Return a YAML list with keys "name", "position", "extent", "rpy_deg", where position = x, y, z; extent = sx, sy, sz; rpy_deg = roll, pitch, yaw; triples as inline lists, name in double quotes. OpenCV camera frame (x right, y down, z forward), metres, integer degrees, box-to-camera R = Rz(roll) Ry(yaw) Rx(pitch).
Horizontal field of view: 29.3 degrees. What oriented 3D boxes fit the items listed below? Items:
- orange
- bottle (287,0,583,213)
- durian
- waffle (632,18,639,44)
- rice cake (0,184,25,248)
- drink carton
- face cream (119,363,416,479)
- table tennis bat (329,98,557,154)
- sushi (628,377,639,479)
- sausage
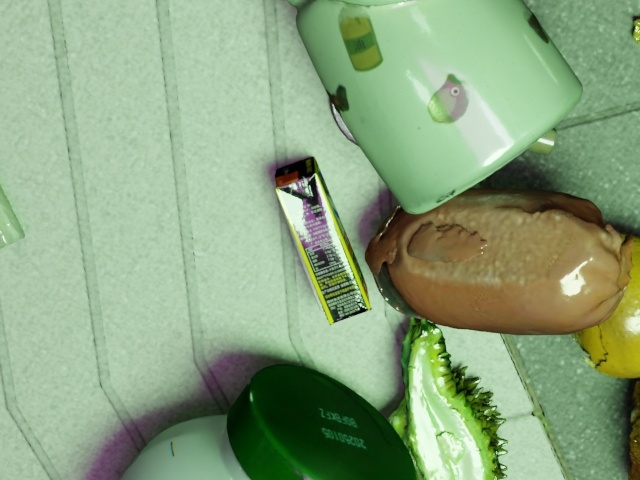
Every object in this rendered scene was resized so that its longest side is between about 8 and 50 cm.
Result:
- name: "orange"
  position: [0.325, 0.068, 1.305]
  extent: [0.134, 0.156, 0.156]
  rpy_deg: [-16, 110, -2]
- name: "bottle"
  position: [0.076, -0.225, 1.153]
  extent: [0.229, 0.229, 0.351]
  rpy_deg: [-33, 96, 9]
- name: "durian"
  position: [0.149, 0.221, 1.367]
  extent: [0.132, 0.106, 0.375]
  rpy_deg: [-17, 88, -1]
- name: "waffle"
  position: [0.369, -0.210, 1.274]
  extent: [0.078, 0.016, 0.085]
  rpy_deg: [-27, 109, 8]
- name: "rice cake"
  position: [-0.381, -0.096, 1.266]
  extent: [0.057, 0.052, 0.256]
  rpy_deg: [-19, 109, 8]
- name: "drink carton"
  position: [0.000, 0.000, 1.306]
  extent: [0.056, 0.071, 0.165]
  rpy_deg: [-22, 108, 3]
- name: "face cream"
  position: [-0.077, 0.330, 1.334]
  extent: [0.312, 0.219, 0.357]
  rpy_deg: [35, 111, 1]
- name: "table tennis bat"
  position: [0.131, -0.139, 1.288]
  extent: [0.246, 0.022, 0.138]
  rpy_deg: [15, 107, -7]
- name: "sushi"
  position: [0.452, 0.169, 1.338]
  extent: [0.179, 0.167, 0.296]
  rpy_deg: [35, 85, -26]
- name: "sausage"
  position: [0.178, 0.020, 1.237]
  extent: [0.280, 0.152, 0.152]
  rpy_deg: [3, 115, 35]
